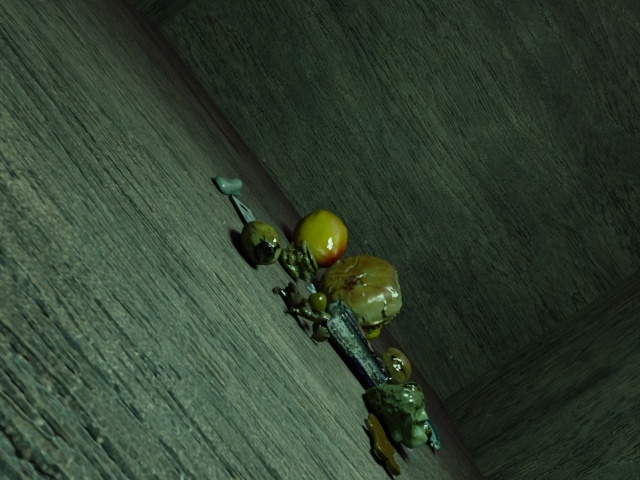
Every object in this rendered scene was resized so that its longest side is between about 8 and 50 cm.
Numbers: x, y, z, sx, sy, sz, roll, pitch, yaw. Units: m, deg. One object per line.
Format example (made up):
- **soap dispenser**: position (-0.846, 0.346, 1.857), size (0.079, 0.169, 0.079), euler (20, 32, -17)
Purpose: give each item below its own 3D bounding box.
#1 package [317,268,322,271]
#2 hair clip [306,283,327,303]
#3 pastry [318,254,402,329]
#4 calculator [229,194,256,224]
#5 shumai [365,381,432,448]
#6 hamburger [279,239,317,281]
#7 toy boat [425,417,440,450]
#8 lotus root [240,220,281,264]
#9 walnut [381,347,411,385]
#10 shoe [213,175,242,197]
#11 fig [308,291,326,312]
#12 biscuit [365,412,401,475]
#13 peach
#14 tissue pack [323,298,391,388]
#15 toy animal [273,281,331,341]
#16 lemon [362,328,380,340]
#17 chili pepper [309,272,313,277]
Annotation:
- **package**: position (-0.034, 0.119, 2.506), size (0.131, 0.047, 0.071), euler (44, 13, -54)
- **hair clip**: position (-0.019, 0.240, 1.949), size (0.115, 0.030, 0.039), euler (55, -14, -13)
- **pastry**: position (0.190, 0.244, 2.057), size (0.409, 0.410, 0.244), euler (-120, -160, -51)
- **calculator**: position (-0.265, -0.059, 1.737), size (0.261, 0.021, 0.161), euler (57, 6, 27)
- **shumai**: position (0.269, 0.602, 1.531), size (0.256, 0.189, 0.218), euler (85, -10, -69)
- **hamburger**: position (-0.086, 0.092, 1.816), size (0.184, 0.131, 0.159), euler (64, 1, 30)
- **toy boat**: position (0.461, 0.848, 2.050), size (0.291, 0.067, 0.220), euler (46, 9, -39)
- **lotus root**: position (-0.199, -0.001, 1.430), size (0.138, 0.138, 0.214), euler (50, -5, -35)
- **walnut**: position (0.369, 0.629, 2.194), size (0.184, 0.155, 0.155), euler (54, 5, 17)
- **shoe**: position (-0.350, -0.221, 1.746), size (0.079, 0.078, 0.195), euler (55, 1, 10)
- **fig**: position (-0.010, 0.247, 1.743), size (0.074, 0.074, 0.087), euler (29, 41, -78)
- **biscuit**: position (0.175, 0.592, 1.314), size (0.138, 0.031, 0.205), euler (53, 5, -16)
- **peach**: position (-0.002, 0.003, 2.339), size (0.289, 0.289, 0.307), euler (34, 38, -75)
- **tissue pack**: position (0.130, 0.400, 1.741), size (0.332, 0.123, 0.245), euler (56, -1, -6)
- **toy animal**: position (-0.046, 0.223, 1.447), size (0.214, 0.094, 0.186), euler (47, -7, 30)
- **lemon**: position (0.212, 0.399, 2.196), size (0.170, 0.170, 0.207), euler (51, 6, -31)
- **chili pepper**: position (-0.065, 0.146, 2.175), size (0.030, 0.034, 0.091), euler (-1, 48, -42)
